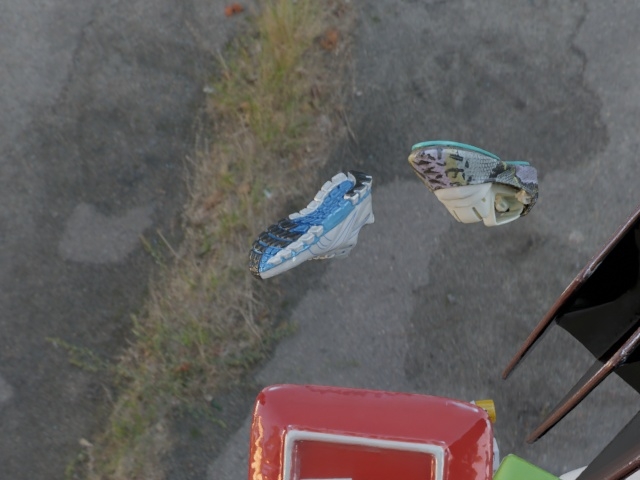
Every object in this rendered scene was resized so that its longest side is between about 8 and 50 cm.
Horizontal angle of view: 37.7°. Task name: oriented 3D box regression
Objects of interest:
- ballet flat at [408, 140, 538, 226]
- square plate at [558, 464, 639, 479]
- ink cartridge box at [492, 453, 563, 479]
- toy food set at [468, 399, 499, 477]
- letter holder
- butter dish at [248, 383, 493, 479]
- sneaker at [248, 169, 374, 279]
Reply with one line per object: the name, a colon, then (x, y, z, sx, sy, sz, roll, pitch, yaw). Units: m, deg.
ballet flat: (0.086, -0.027, 0.498, 0.041, 0.114, 0.041, -3, 86, 37)
square plate: (0.381, 0.389, 1.126, 0.049, 0.344, 0.347, 34, 50, -17)
ink cartridge box: (0.244, 0.289, 0.728, 0.189, 0.255, 0.097, 21, 71, 46)
toy food set: (0.247, 0.371, 1.620, 0.105, 0.232, 0.111, -5, 22, 2)
letter holder: (0.268, 0.132, 0.914, 0.152, 0.302, 0.214, 42, 70, 15)
butter dish: (0.038, 0.174, 0.646, 0.160, 0.118, 0.160, 3, 93, 13)
sneaker: (0.000, 0.000, 1.093, 0.191, 0.082, 0.071, -37, 37, -27)
